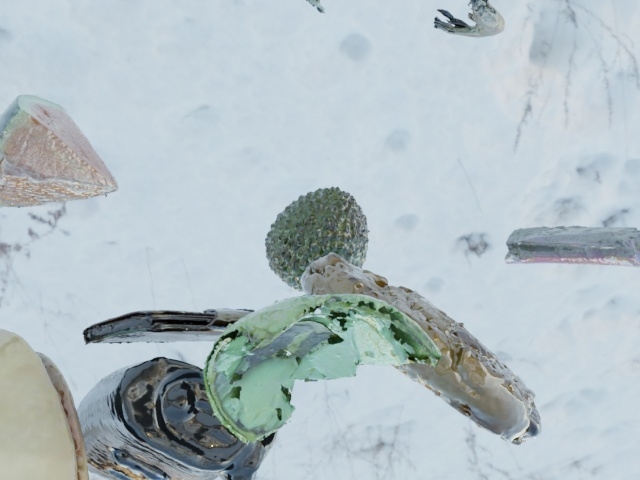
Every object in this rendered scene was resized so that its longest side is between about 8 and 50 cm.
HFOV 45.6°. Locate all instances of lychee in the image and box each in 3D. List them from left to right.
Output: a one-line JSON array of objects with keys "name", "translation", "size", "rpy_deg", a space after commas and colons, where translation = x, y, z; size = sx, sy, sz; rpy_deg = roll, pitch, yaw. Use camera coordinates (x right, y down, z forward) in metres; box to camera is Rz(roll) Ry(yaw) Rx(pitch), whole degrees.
[{"name": "lychee", "translation": [0.000, 0.000, 1.134], "size": [0.171, 0.171, 0.171], "rpy_deg": [-14, 144, -11]}]

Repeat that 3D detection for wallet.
[{"name": "wallet", "translation": [-0.124, 0.092, 0.820], "size": [0.121, 0.031, 0.232], "rpy_deg": [-15, 164, 37]}]

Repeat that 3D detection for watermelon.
[{"name": "watermelon", "translation": [-0.602, -0.217, 1.695], "size": [0.292, 0.251, 0.283], "rpy_deg": [-2, 171, -14]}]

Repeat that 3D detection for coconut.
[{"name": "coconut", "translation": [-0.007, 0.070, 0.478], "size": [0.158, 0.055, 0.133], "rpy_deg": [-20, 138, 17]}]

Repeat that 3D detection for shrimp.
[{"name": "shrimp", "translation": [0.315, -0.485, 1.641], "size": [0.152, 0.046, 0.219], "rpy_deg": [7, 177, 20]}]

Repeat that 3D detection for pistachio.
[{"name": "pistachio", "translation": [-0.311, 0.222, 0.724], "size": [0.213, 0.318, 0.193], "rpy_deg": [-31, 139, 12]}]

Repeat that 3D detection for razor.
[{"name": "razor", "translation": [-0.175, 0.215, 0.855], "size": [0.189, 0.107, 0.327], "rpy_deg": [30, 149, -12]}]

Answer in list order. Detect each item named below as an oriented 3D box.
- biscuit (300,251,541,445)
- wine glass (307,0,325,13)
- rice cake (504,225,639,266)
[{"name": "biscuit", "translation": [0.107, 0.103, 0.798], "size": [0.075, 0.296, 0.296], "rpy_deg": [-56, 139, 0]}, {"name": "wine glass", "translation": [0.023, -0.580, 1.662], "size": [0.072, 0.072, 0.155], "rpy_deg": [27, 98, -47]}, {"name": "rice cake", "translation": [0.335, 0.009, 1.006], "size": [0.055, 0.049, 0.270], "rpy_deg": [-27, -168, -25]}]
